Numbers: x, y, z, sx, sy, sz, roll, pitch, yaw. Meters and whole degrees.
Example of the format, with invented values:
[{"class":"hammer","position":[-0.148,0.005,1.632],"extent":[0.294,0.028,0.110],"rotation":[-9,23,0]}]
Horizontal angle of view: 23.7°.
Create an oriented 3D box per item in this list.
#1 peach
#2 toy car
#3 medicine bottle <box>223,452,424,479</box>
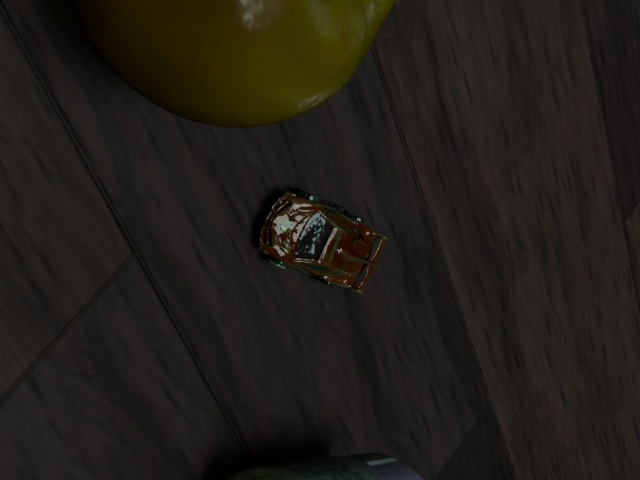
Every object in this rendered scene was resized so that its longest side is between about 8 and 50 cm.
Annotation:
[{"class":"peach","position":[-0.036,-0.187,0.875],"extent":[0.251,0.153,0.251],"rotation":[-55,157,-37]},{"class":"toy car","position":[0.000,0.000,1.115],"extent":[0.122,0.035,0.059],"rotation":[24,92,-57]},{"class":"medicine bottle","position":[0.000,0.230,1.158],"extent":[0.168,0.135,0.135],"rotation":[1,108,-55]}]
